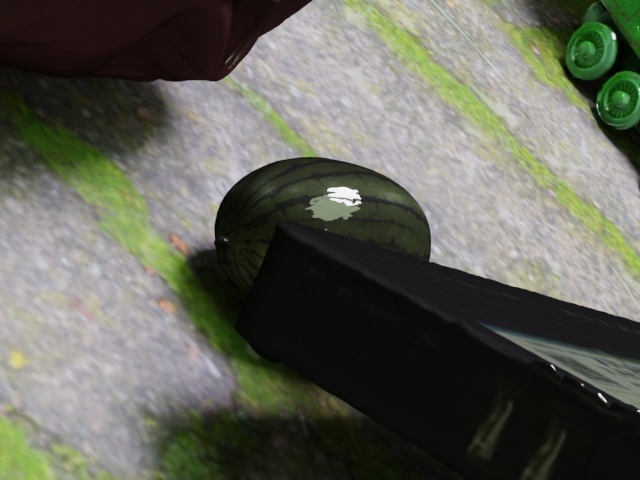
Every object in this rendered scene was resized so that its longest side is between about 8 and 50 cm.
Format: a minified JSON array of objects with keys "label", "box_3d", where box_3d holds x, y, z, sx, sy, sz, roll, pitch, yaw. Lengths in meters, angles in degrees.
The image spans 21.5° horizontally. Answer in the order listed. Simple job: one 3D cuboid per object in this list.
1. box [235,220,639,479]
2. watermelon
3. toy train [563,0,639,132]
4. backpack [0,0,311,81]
[{"label":"box","box_3d":[0.141,0.079,0.717,0.211,0.058,0.350,30,8,40]},{"label":"watermelon","box_3d":[0.000,0.000,0.750,0.110,0.078,0.078,11,43,-43]},{"label":"toy train","box_3d":[0.259,-0.088,1.139,0.085,0.119,0.251,13,40,-44]},{"label":"backpack","box_3d":[-0.093,-0.183,0.695,0.317,0.283,0.197,26,9,-43]}]
